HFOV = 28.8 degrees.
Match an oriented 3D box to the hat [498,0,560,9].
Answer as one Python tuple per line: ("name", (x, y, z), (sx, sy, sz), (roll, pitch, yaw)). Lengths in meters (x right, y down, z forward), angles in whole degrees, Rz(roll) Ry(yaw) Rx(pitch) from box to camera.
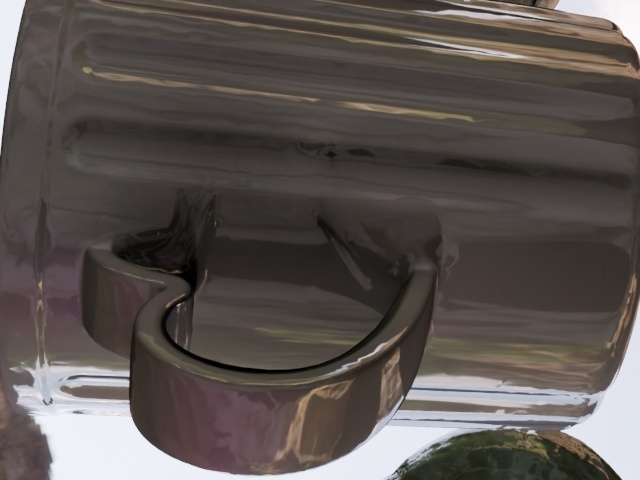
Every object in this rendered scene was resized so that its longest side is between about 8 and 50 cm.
("hat", (0.011, -0.196, 0.579), (0.232, 0.161, 0.275), (-16, -71, 39))

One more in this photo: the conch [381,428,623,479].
("conch", (0.127, 0.225, 0.811), (0.220, 0.277, 0.195), (32, -66, 12))

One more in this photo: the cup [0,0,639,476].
("cup", (-0.001, 0.007, 0.426), (0.202, 0.167, 0.221), (5, -126, -3))
